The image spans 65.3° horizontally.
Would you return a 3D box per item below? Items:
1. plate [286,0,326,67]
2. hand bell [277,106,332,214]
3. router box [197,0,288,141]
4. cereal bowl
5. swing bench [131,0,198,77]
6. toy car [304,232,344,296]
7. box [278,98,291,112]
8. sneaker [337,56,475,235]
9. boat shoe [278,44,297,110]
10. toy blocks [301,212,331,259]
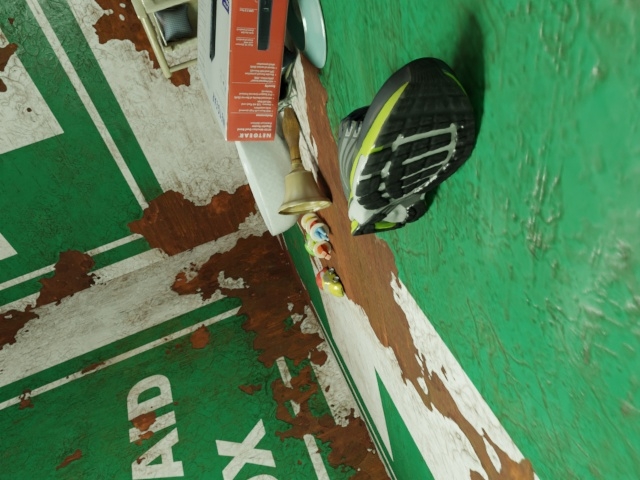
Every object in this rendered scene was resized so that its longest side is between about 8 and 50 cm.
[{"bbox_3d":[-0.036,-0.354,0.760,0.188,0.024,0.188,160,90,-82],"label":"plate"},{"bbox_3d":[-0.057,-0.190,1.149,0.126,0.126,0.242,129,131,-81],"label":"hand bell"},{"bbox_3d":[-0.139,-0.370,0.820,0.335,0.082,0.301,-119,31,-49],"label":"router box"},{"bbox_3d":[-0.136,-0.195,1.444,0.339,0.141,0.339,158,90,-83],"label":"cereal bowl"},{"bbox_3d":[-0.292,-0.551,1.137,0.255,0.253,0.165,84,162,-66],"label":"swing bench"},{"bbox_3d":[-0.002,0.069,1.555,0.239,0.053,0.225,-178,66,-81],"label":"toy car"},{"bbox_3d":[-0.110,-0.378,1.183,0.094,0.027,0.137,-155,44,-80],"label":"box"},{"bbox_3d":[0.061,-0.095,0.508,0.300,0.111,0.121,106,146,-74],"label":"sneaker"},{"bbox_3d":[-0.095,-0.313,1.021,0.079,0.095,0.254,37,156,3],"label":"boat shoe"},{"bbox_3d":[0.000,0.000,1.355,0.148,0.054,0.123,-129,20,-65],"label":"toy blocks"}]
